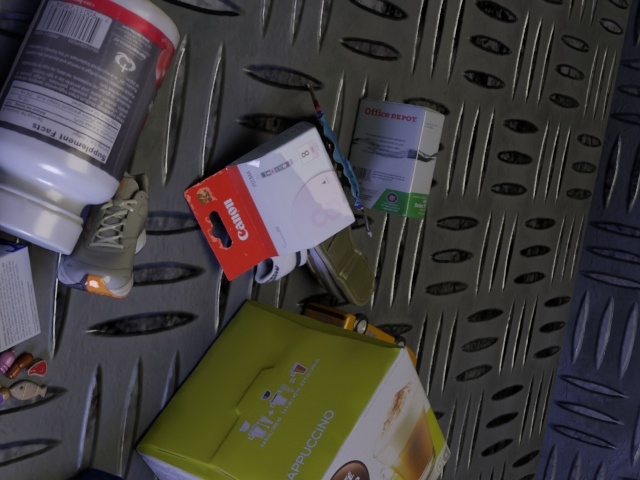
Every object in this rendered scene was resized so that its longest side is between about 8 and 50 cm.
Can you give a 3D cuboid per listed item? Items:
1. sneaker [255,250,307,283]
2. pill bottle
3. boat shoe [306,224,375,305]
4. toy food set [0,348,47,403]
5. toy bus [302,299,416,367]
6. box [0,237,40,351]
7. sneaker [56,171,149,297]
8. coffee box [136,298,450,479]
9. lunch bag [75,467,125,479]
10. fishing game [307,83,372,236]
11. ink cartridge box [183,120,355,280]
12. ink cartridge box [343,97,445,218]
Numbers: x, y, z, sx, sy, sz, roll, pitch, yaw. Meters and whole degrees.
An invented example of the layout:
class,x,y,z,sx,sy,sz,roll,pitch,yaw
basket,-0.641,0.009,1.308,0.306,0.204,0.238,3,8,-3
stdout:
class,x,y,z,sx,sy,sz,roll,pitch,yaw
sneaker,-0.088,-0.035,1.642,0.094,0.090,0.235,-29,123,-29
pill bottle,-0.311,-0.153,1.194,0.176,0.176,0.319,34,75,-54
boat shoe,0.000,0.000,1.755,0.113,0.103,0.302,-50,133,-33
toy food set,-0.415,0.184,1.307,0.122,0.019,0.078,3,99,-55
toy bus,0.076,0.225,1.944,0.332,0.108,0.130,33,76,-55
box,-0.432,0.079,1.199,0.137,0.072,0.126,-28,124,-48
sneaker,-0.278,-0.019,1.264,0.262,0.099,0.121,-101,-154,-68
coffee box,-0.033,0.357,1.631,0.338,0.338,0.334,-54,140,-29
lunch bag,-0.326,0.385,1.439,0.065,0.098,0.067,-35,124,-47
fishing game,0.026,-0.143,1.712,0.189,0.041,0.264,-102,169,-63
ink cartridge box,-0.077,-0.056,1.564,0.232,0.066,0.189,-34,120,-18
ink cartridge box,0.140,-0.159,1.852,0.087,0.153,0.209,2,101,-56
